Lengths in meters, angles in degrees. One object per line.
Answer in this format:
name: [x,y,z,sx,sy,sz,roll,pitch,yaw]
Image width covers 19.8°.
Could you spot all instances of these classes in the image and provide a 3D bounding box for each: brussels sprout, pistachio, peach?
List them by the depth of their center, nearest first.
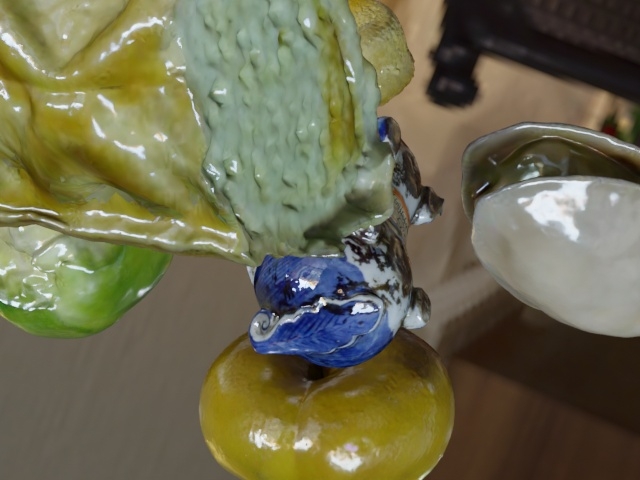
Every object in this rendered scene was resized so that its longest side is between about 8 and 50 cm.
pistachio: [0.181,-0.009,1.261,0.223,0.152,0.126,25,-135,-37]
peach: [0.004,0.161,1.752,0.251,0.153,0.251,-3,-169,1]
brussels sprout: [-0.316,-0.067,2.243,0.276,0.371,0.315,-11,-177,20]

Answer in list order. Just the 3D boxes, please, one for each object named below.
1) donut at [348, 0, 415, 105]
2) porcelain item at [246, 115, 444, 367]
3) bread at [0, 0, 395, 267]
donut: [-0.012,-0.169,1.690,0.190,0.074,0.174,-3,-150,23]
porcelain item: [0.000,0.000,1.644,0.138,0.186,0.288,60,-157,-31]
bread: [-0.114,-0.090,1.003,0.252,0.196,0.238,4,135,33]
